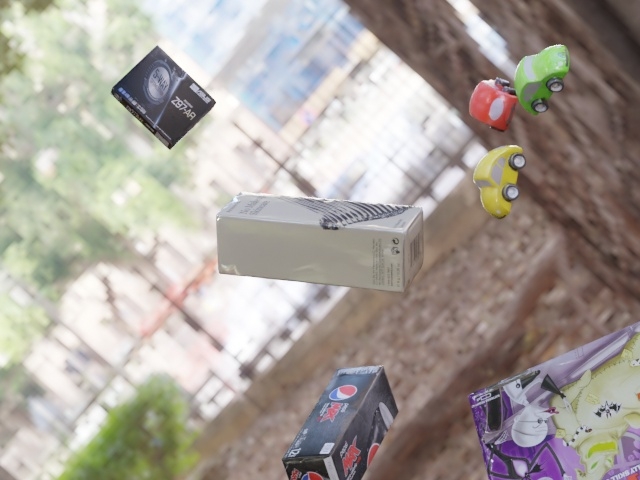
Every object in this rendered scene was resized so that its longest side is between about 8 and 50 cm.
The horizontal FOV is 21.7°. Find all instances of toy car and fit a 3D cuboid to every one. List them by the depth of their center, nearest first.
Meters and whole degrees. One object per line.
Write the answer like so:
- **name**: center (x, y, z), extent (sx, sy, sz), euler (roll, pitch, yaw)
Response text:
- **toy car**: center (0.254, -0.175, 2.181), extent (0.225, 0.053, 0.239), euler (121, 157, -47)

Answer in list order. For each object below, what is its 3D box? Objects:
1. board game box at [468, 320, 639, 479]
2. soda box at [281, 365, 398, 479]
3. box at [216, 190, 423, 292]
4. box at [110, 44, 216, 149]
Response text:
- **board game box**: center (0.338, 0.203, 1.829), extent (0.347, 0.208, 0.056), euler (-27, -27, 25)
- **soda box**: center (0.021, 0.188, 1.611), extent (0.053, 0.060, 0.169), euler (-8, 23, 25)
- **box**: center (0.000, 0.000, 2.325), extent (0.113, 0.275, 0.094), euler (-51, -37, -64)
- **box**: center (-0.155, -0.142, 1.653), extent (0.067, 0.083, 0.018), euler (-46, 0, -19)
